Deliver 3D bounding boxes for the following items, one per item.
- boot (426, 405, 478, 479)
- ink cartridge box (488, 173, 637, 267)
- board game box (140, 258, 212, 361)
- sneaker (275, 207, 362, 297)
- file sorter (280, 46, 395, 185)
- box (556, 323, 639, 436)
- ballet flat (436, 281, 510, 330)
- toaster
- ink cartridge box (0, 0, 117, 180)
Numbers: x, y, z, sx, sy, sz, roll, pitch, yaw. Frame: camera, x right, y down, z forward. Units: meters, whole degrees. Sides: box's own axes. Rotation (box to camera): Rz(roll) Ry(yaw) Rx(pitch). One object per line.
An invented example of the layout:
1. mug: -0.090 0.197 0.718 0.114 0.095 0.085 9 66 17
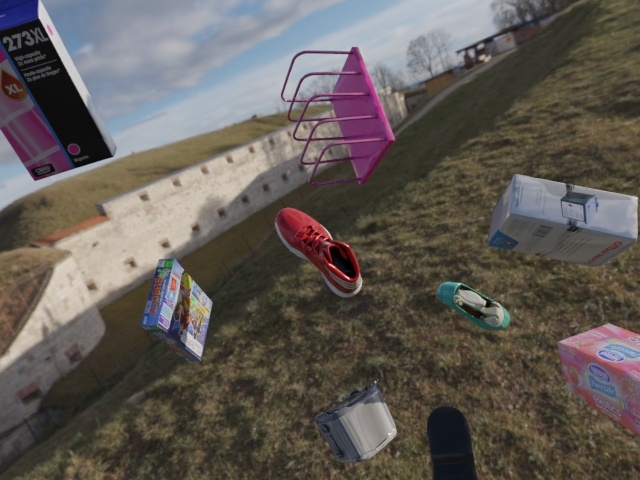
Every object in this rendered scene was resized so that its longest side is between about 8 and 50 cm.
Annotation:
1. boot: 0.252 0.479 0.891 0.112 0.115 0.305 -3 56 17
2. ink cartridge box: 0.399 -0.029 0.806 0.190 0.082 0.140 11 -20 8
3. board game box: -0.277 0.144 0.950 0.035 0.201 0.136 -2 58 10
4. sneaker: 0.000 0.000 0.885 0.087 0.221 0.128 -44 -14 -17
5. file sorter: 0.028 -0.311 1.227 0.182 0.291 0.202 -9 -21 -21
6. box: 0.690 0.307 1.058 0.154 0.142 0.300 -18 7 -4
7. ballet flat: 0.431 0.184 1.295 0.083 0.247 0.087 -66 14 -10
8. toaster: 0.106 0.493 1.293 0.227 0.147 0.129 -20 -9 -42
9. ink cartridge box: -0.568 -0.309 0.933 0.175 0.371 0.069 -18 32 -3
